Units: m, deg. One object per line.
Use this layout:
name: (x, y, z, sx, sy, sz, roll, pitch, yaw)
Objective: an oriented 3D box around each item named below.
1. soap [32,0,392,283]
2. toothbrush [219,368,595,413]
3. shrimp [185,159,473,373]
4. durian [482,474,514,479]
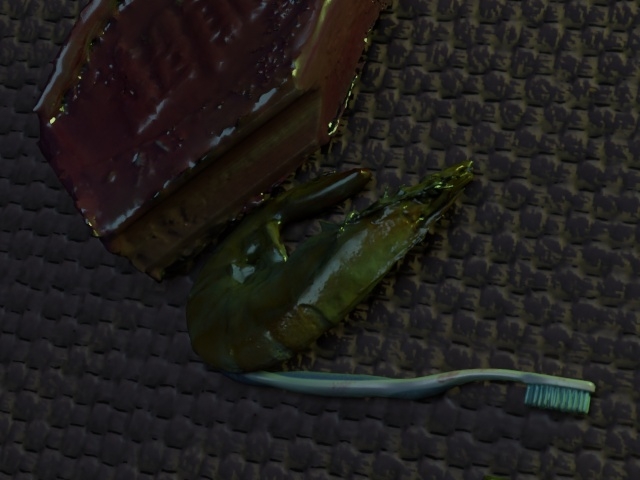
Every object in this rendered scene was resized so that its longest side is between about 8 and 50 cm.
soap: (-0.068, -0.129, 1.264, 0.289, 0.112, 0.182, -38, 62, 3)
toothbrush: (0.053, 0.096, 1.185, 0.269, 0.021, 0.027, 2, 67, 23)
shrimp: (0.002, 0.002, 1.229, 0.236, 0.053, 0.133, -37, 36, 7)
durian: (0.124, 0.261, 1.006, 0.185, 0.195, 0.305, -36, 64, 14)
